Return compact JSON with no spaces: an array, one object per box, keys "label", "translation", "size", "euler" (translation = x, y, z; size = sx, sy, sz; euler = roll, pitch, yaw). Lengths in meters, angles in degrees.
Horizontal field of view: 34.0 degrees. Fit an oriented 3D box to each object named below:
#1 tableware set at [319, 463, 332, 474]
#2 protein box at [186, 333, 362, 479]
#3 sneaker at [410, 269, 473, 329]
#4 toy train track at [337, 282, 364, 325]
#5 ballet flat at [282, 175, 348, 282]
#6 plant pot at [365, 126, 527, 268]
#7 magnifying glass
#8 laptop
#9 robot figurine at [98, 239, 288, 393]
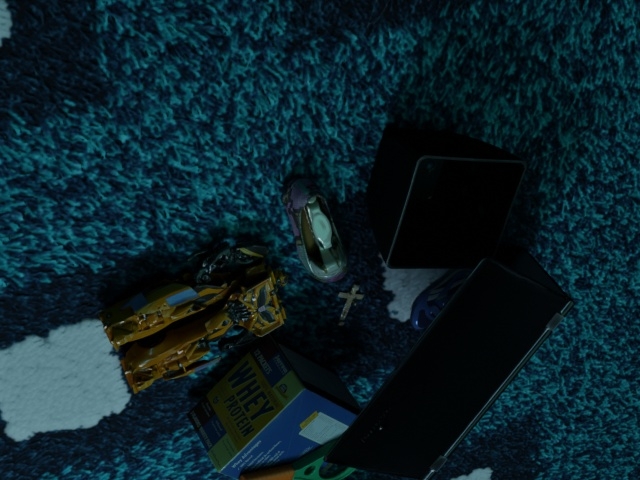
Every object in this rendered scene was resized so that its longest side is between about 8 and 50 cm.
[{"label":"tableware set","translation":[0.015,0.361,1.912],"size":[0.169,0.020,0.141],"euler":[-42,129,5]},{"label":"protein box","translation":[-0.068,0.295,1.736],"size":[0.200,0.136,0.201],"euler":[-45,138,8]},{"label":"sneaker","translation":[0.216,0.106,1.812],"size":[0.144,0.059,0.053],"euler":[-44,131,8]},{"label":"toy train track","translation":[0.048,0.111,1.764],"size":[0.048,0.014,0.083],"euler":[7,118,-29]},{"label":"ballet flat","translation":[0.000,0.000,1.626],"size":[0.077,0.079,0.221],"euler":[-27,129,-8]},{"label":"plant pot","translation":[0.170,-0.080,1.598],"size":[0.188,0.167,0.188],"euler":[0,122,-26]},{"label":"magnifying glass","translation":[-0.028,0.373,1.714],"size":[0.231,0.026,0.092],"euler":[-7,130,-34]},{"label":"laptop","translation":[0.187,0.167,1.676],"size":[0.236,0.408,0.382],"euler":[34,102,-15]},{"label":"robot figurine","translation":[-0.179,0.118,1.614],"size":[0.291,0.085,0.211],"euler":[-23,132,-10]}]
